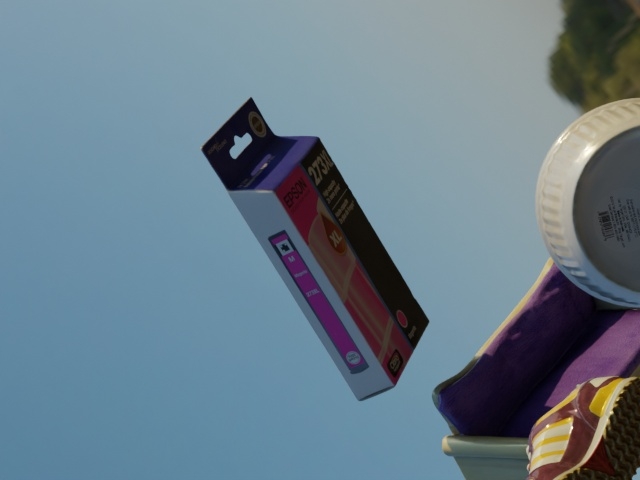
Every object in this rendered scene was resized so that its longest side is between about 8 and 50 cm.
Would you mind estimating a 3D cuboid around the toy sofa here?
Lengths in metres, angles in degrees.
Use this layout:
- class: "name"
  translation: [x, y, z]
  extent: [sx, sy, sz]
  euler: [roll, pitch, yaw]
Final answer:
- class: "toy sofa"
  translation: [0.313, 0.172, 2.084]
  extent: [0.362, 0.150, 0.177]
  euler: [-43, -63, -37]

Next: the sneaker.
- class: "sneaker"
  translation: [0.186, 0.180, 1.242]
  extent: [0.084, 0.185, 0.069]
  euler: [-7, 124, 55]

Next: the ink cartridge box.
- class: "ink cartridge box"
  translation: [0.000, 0.000, 1.990]
  extent: [0.371, 0.069, 0.176]
  euler: [56, -151, -12]

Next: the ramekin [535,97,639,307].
- class: "ramekin"
  translation: [0.315, -0.033, 1.558]
  extent: [0.207, 0.207, 0.109]
  euler: [50, -176, -4]
